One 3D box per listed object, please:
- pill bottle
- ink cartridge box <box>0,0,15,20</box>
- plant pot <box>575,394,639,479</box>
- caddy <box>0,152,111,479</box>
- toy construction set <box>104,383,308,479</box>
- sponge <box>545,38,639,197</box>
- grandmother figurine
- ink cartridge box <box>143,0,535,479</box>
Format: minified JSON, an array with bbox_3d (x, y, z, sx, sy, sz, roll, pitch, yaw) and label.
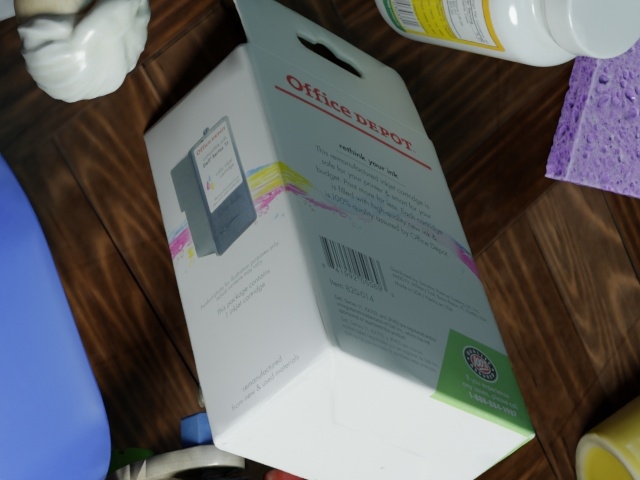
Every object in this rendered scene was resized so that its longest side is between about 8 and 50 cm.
[{"bbox_3d":[0.144,-0.193,1.433,0.117,0.208,0.118,-11,109,-35],"label":"pill bottle"},{"bbox_3d":[-0.265,-0.239,1.202,0.189,0.066,0.232,-24,120,-31],"label":"ink cartridge box"},{"bbox_3d":[0.370,0.202,1.713,0.239,0.254,0.254,-20,115,-16],"label":"plant pot"},{"bbox_3d":[-0.278,0.068,1.159,0.179,0.241,0.341,-34,121,-34],"label":"caddy"},{"bbox_3d":[-0.126,0.248,1.369,0.237,0.257,0.309,-11,95,10],"label":"toy construction set"},{"bbox_3d":[0.268,-0.144,1.660,0.117,0.031,0.210,12,94,-39],"label":"sponge"},{"bbox_3d":[-0.192,-0.250,1.181,0.207,0.104,0.342,-22,103,-8],"label":"grandmother figurine"},{"bbox_3d":[0.000,0.000,1.362,0.207,0.353,0.119,25,126,-39],"label":"ink cartridge box"}]
